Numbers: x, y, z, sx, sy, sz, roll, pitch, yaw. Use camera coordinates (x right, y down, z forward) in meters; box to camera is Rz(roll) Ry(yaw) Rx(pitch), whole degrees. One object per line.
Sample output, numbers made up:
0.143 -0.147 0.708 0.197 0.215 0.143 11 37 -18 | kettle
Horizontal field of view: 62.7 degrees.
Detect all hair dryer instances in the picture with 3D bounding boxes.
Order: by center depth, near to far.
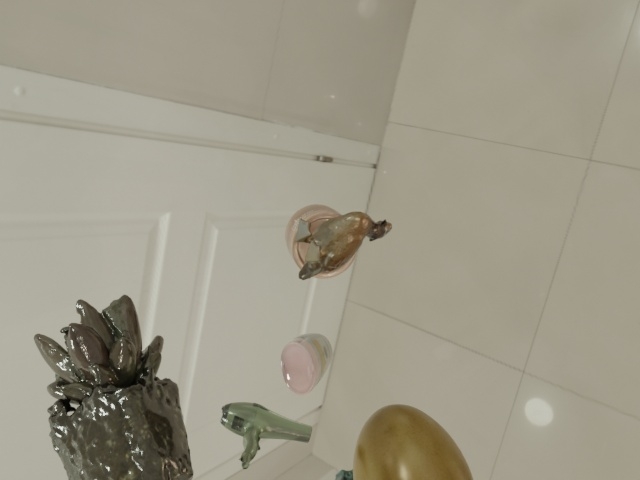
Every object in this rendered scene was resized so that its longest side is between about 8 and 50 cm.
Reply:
-0.111 0.457 1.227 0.225 0.218 0.089 30 108 63 | hair dryer

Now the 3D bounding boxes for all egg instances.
0.194 0.512 1.120 0.250 0.250 0.323 -36 51 30 | egg

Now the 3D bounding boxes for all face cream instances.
-0.019 0.196 0.869 0.057 0.198 0.084 -15 85 6 | face cream
0.000 0.000 1.166 0.104 0.149 0.149 -133 53 -72 | face cream

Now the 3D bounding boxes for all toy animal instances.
0.034 0.011 0.966 0.188 0.179 0.089 -51 54 42 | toy animal

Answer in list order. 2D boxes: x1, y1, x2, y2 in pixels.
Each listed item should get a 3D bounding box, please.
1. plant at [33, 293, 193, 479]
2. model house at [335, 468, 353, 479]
-0.329 0.256 0.824 0.181 0.194 0.321 -32 68 6 | plant
0.210 0.721 1.396 0.329 0.295 0.252 -36 88 18 | model house
